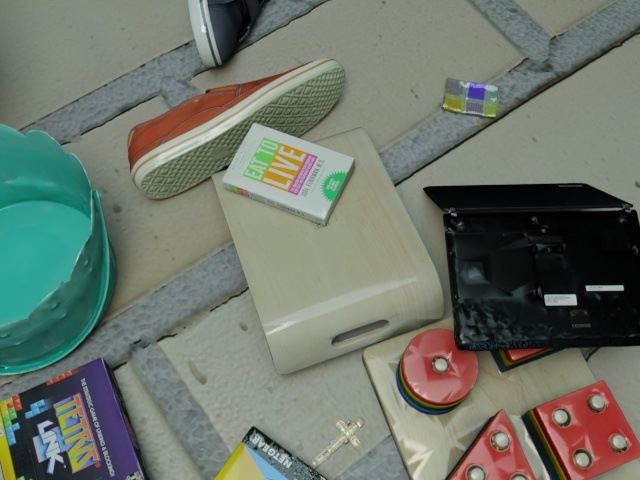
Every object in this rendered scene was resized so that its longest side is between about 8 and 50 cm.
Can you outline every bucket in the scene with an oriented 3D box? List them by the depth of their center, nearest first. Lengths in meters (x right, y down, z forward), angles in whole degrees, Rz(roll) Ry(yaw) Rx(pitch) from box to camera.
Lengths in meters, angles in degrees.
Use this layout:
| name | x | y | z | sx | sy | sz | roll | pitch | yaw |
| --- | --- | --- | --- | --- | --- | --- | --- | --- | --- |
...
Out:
| name | x | y | z | sx | sy | sz | roll | pitch | yaw |
| --- | --- | --- | --- | --- | --- | --- | --- | --- | --- |
| bucket | -0.385 | 0.018 | 0.853 | 0.281 | 0.183 | 0.281 | 0 | 66 | 0 |

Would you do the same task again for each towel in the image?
| name | x | y | z | sx | sy | sz | roll | pitch | yaw |
| --- | --- | --- | --- | --- | --- | --- | --- | --- | --- |
| towel | 0.223 | -0.212 | 1.057 | 0.083 | 0.009 | 0.060 | 13 | 65 | 5 |

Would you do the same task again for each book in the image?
| name | x | y | z | sx | sy | sz | roll | pitch | yaw |
| --- | --- | --- | --- | --- | --- | --- | --- | --- | --- |
| book | -0.041 | -0.084 | 0.911 | 0.144 | 0.035 | 0.096 | 20 | 65 | 14 |

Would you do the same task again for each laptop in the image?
| name | x | y | z | sx | sy | sz | roll | pitch | yaw |
| --- | --- | --- | --- | --- | --- | --- | --- | --- | --- |
| laptop | 0.261 | 0.019 | 0.890 | 0.234 | 0.136 | 0.264 | -2 | 68 | -1 |

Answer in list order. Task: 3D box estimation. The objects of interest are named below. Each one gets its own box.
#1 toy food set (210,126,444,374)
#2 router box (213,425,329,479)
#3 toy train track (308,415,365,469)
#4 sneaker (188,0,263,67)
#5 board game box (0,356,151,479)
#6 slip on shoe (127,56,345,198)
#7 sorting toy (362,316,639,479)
| name | x | y | z | sx | sy | sz | roll | pitch | yaw |
| --- | --- | --- | --- | --- | --- | --- | --- | --- | --- |
| toy food set | 0.000 | 0.000 | 0.927 | 0.220 | 0.092 | 0.306 | -18 | 59 | -8 |
| router box | -0.042 | 0.315 | 0.795 | 0.179 | 0.046 | 0.133 | 32 | 69 | 13 |
| toy train track | 0.020 | 0.241 | 0.847 | 0.083 | 0.014 | 0.048 | -39 | 71 | -16 |
| sneaker | -0.129 | -0.407 | 1.079 | 0.128 | 0.126 | 0.321 | -5 | 64 | 4 |
| board game box | -0.285 | 0.237 | 0.809 | 0.141 | 0.048 | 0.170 | -25 | 56 | -11 |
| slip on shoe | -0.117 | -0.175 | 0.983 | 0.331 | 0.123 | 0.101 | -28 | 65 | -7 |
| sorting toy | 0.213 | 0.196 | 0.828 | 0.256 | 0.089 | 0.257 | -19 | 67 | -9 |
